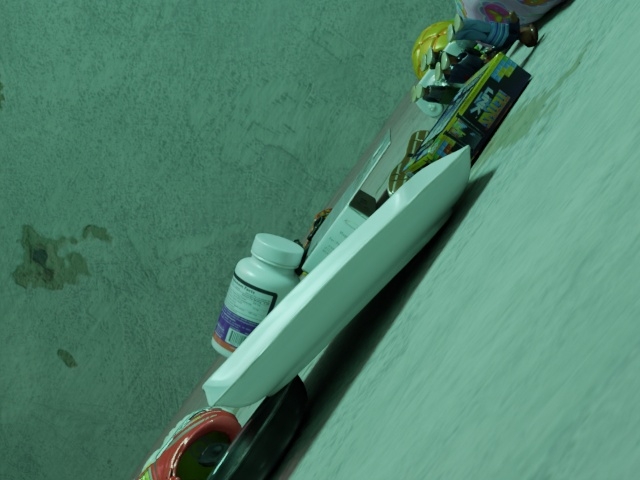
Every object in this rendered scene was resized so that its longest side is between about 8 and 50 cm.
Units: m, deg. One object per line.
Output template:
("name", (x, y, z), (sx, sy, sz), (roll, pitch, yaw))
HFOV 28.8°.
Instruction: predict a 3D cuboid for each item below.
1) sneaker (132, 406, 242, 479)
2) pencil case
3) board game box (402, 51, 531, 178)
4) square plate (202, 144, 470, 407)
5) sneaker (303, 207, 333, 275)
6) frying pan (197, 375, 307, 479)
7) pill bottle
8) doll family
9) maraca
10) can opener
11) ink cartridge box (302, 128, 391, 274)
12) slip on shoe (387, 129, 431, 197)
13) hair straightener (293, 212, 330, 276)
("sneaker", (-0.192, 0.322, 1.536), (0.279, 0.107, 0.118), (-58, 13, -17))
("pencil case", (0.254, -0.335, 1.568), (0.124, 0.124, 0.284), (-55, 2, -9))
("board game box", (0.163, -0.130, 1.417), (0.141, 0.048, 0.170), (-53, 3, -6))
("square plate", (0.013, 0.053, 1.313), (0.347, 0.049, 0.344), (-45, 3, -7))
("sneaker", (0.000, 0.000, 2.364), (0.175, 0.064, 0.067), (-54, -8, -44))
("frying pan", (-0.099, 0.248, 1.320), (0.197, 0.053, 0.326), (-55, 2, -40))
("pill bottle", (-0.094, 0.092, 1.960), (0.108, 0.108, 0.194), (-68, -2, -77))
("doll family", (0.193, -0.219, 1.535), (0.193, 0.111, 0.076), (141, 134, -69))
("maraca", (0.213, -0.303, 2.085), (0.127, 0.099, 0.186), (-62, 26, 20))
("can opener", (0.233, -0.290, 1.796), (0.280, 0.074, 0.093), (-53, 3, 28))
("ink cartridge box", (0.065, -0.057, 2.005), (0.239, 0.060, 0.275), (-54, 3, 9))
("slip on shoe", (0.126, -0.093, 1.676), (0.135, 0.051, 0.041), (-69, -28, -44))
("hair straightener", (-0.009, -0.005, 2.272), (0.230, 0.089, 0.047), (-59, -31, -42))
